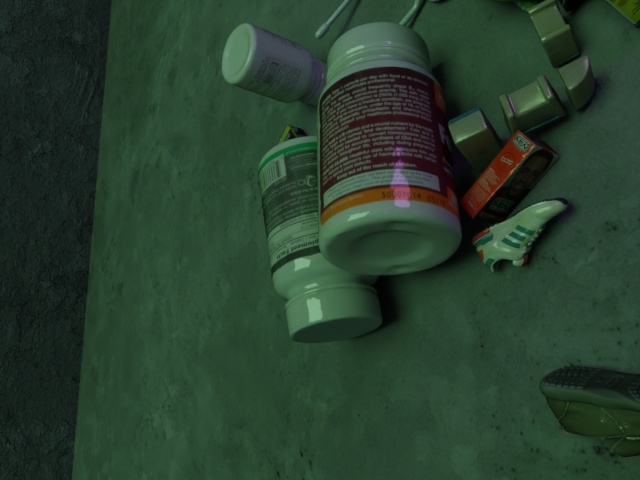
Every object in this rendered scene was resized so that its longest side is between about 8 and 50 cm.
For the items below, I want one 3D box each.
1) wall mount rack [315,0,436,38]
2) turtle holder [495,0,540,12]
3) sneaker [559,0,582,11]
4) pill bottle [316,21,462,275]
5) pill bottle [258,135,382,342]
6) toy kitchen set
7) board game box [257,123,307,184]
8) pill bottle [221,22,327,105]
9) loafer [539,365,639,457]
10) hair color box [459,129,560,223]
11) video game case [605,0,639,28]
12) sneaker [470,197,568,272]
[{"bbox_3d":[0.107,-0.522,1.157,0.350,0.131,0.304,53,146,43],"label":"wall mount rack"},{"bbox_3d":[0.266,-0.530,0.877,0.243,0.228,0.320,-28,62,45],"label":"turtle holder"},{"bbox_3d":[0.409,-0.387,0.802,0.178,0.072,0.077,-48,59,41],"label":"sneaker"},{"bbox_3d":[0.106,-0.158,0.980,0.224,0.224,0.391,-29,52,44],"label":"pill bottle"},{"bbox_3d":[0.000,0.000,1.108,0.204,0.204,0.360,-32,59,43],"label":"pill bottle"},{"bbox_3d":[0.299,-0.235,0.894,0.207,0.122,0.165,-24,62,23],"label":"toy kitchen set"},{"bbox_3d":[-0.072,-0.161,1.356,0.170,0.048,0.141,-57,42,26],"label":"board game box"},{"bbox_3d":[-0.089,-0.376,1.276,0.131,0.229,0.131,-14,72,49],"label":"pill bottle"},{"bbox_3d":[0.388,0.211,0.695,0.251,0.095,0.087,-4,103,60],"label":"loafer"},{"bbox_3d":[0.286,-0.092,0.883,0.141,0.072,0.043,-56,44,28],"label":"hair color box"},{"bbox_3d":[0.402,-0.439,0.685,0.275,0.248,0.035,-48,11,40],"label":"video game case"},{"bbox_3d":[0.305,-0.005,0.865,0.161,0.057,0.075,-33,75,41],"label":"sneaker"}]
